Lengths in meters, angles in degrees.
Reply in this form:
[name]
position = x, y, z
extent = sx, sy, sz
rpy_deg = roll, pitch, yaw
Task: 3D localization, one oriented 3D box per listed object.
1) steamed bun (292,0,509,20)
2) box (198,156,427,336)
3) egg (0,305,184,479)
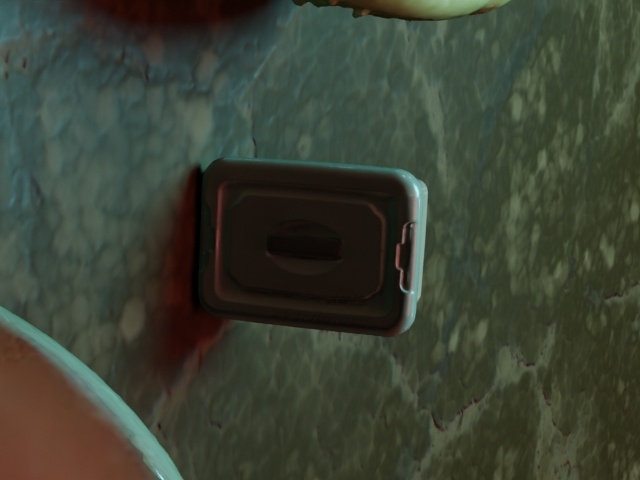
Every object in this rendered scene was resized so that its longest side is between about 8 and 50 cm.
[steamed bun]
position = 0.025, -0.233, 0.883
extent = 0.273, 0.166, 0.232
rpy_deg = -3, 112, -55
[box]
position = 0.000, 0.000, 0.939
extent = 0.062, 0.122, 0.089
rpy_deg = -20, 114, -71
[egg]
position = -0.129, 0.147, 0.509
extent = 0.162, 0.206, 0.271
rpy_deg = 117, -5, -81
